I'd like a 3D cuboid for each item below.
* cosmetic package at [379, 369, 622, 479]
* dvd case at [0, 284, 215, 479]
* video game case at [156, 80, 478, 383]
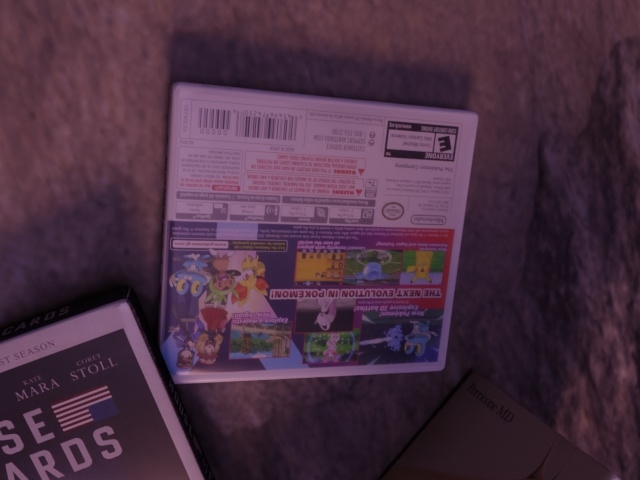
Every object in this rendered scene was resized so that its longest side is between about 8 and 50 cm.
[{"bbox_3d":[0.073,0.259,0.454,0.113,0.160,0.309,42,86,-22],"label":"cosmetic package"},{"bbox_3d":[-0.155,0.164,0.411,0.179,0.029,0.239,-20,109,-6],"label":"dvd case"},{"bbox_3d":[0.000,0.000,0.442,0.201,0.023,0.184,1,102,-20],"label":"video game case"}]
